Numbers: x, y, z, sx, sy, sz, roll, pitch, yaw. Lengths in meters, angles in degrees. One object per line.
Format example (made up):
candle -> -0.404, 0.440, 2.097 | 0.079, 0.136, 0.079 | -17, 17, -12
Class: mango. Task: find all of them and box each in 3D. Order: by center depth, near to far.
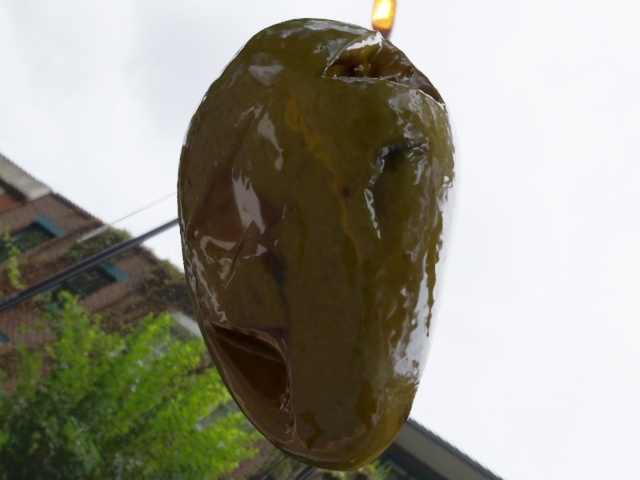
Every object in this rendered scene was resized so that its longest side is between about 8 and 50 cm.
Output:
mango -> 0.000, 0.000, 0.608 | 0.253, 0.182, 0.365 | -14, -99, 42
